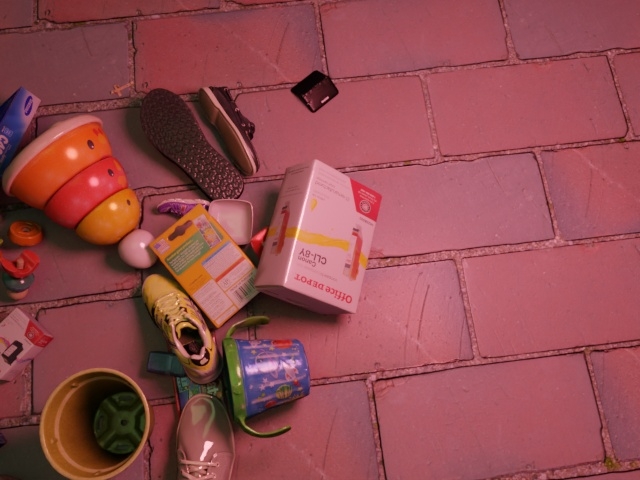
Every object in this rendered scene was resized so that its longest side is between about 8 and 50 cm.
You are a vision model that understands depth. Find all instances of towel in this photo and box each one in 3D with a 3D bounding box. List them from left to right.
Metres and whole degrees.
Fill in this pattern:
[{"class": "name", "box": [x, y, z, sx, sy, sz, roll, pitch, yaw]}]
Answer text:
[{"class": "towel", "box": [-0.445, 0.362, 1.746, 0.119, 0.029, 0.067, 8, 73, 2]}]

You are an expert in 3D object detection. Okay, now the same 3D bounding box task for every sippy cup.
[{"class": "sippy cup", "box": [-0.151, 0.377, 1.683, 0.224, 0.240, 0.305, -7, 96, -13]}]

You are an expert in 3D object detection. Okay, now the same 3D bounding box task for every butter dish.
[{"class": "butter dish", "box": [-0.139, 0.009, 1.840, 0.160, 0.118, 0.160, -39, 116, -18]}]

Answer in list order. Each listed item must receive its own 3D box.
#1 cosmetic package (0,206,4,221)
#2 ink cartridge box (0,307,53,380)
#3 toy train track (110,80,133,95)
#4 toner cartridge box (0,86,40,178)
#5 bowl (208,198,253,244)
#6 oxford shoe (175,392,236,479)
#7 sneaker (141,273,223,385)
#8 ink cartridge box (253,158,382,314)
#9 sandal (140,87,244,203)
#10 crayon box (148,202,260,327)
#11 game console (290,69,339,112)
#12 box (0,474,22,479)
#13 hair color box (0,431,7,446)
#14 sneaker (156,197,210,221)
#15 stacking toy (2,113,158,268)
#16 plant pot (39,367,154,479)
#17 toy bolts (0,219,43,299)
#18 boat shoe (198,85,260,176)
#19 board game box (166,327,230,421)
[{"class": "cosmetic package", "box": [-1.134, -0.190, 1.887, 0.160, 0.113, 0.309, -19, 74, -6]}, {"class": "ink cartridge box", "box": [-0.907, 0.308, 1.762, 0.127, 0.072, 0.175, 40, 77, 10]}, {"class": "toy train track", "box": [-0.679, -0.524, 2.040, 0.083, 0.014, 0.048, -29, 76, -9]}, {"class": "toner cartridge box", "box": [-0.991, -0.306, 1.839, 0.165, 0.075, 0.347, -24, 45, 30]}, {"class": "bowl", "box": [-0.280, -0.058, 1.874, 0.142, 0.053, 0.142, 2, 90, 1]}, {"class": "oxford shoe", "box": [-0.325, 0.648, 1.628, 0.169, 0.130, 0.449, 2, 76, 0]}, {"class": "sneaker", "box": [-0.397, 0.229, 1.724, 0.145, 0.147, 0.384, -31, 63, -22]}, {"class": "ink cartridge box", "box": [0.000, 0.000, 1.752, 0.279, 0.160, 0.384, 25, 71, -34]}, {"class": "sandal", "box": [-0.427, -0.291, 1.940, 0.167, 0.107, 0.445, -38, 90, -12]}, {"class": "crayon box", "box": [-0.330, 0.075, 1.797, 0.203, 0.083, 0.323, -40, 88, -5]}, {"class": "game console", "box": [-0.019, -0.511, 2.044, 0.122, 0.071, 0.107, -41, 108, -11]}, {"class": "box", "box": [-0.861, 0.770, 1.598, 0.149, 0.127, 0.232, 17, 74, 4]}, {"class": "hair color box", "box": [-1.074, 0.491, 1.690, 0.174, 0.105, 0.347, -39, 77, -11]}, {"class": "sneaker", "box": [-0.434, -0.095, 1.890, 0.170, 0.068, 0.071, 0, 79, -1]}, {"class": "stacking toy", "box": [-0.669, -0.108, 1.816, 0.350, 0.350, 0.480, -43, 97, -12]}, {"class": "plant pot", "box": [-0.570, 0.495, 1.616, 0.276, 0.254, 0.276, 0, 74, -1]}, {"class": "toy bolts", "box": [-0.941, 0.067, 1.829, 0.228, 0.158, 0.218, 41, 37, 20]}, {"class": "boat shoe", "box": [-0.271, -0.367, 1.947, 0.113, 0.127, 0.340, -26, 72, -32]}, {"class": "board game box", "box": [-0.362, 0.412, 1.761, 0.145, 0.027, 0.281, -12, 74, -5]}]
